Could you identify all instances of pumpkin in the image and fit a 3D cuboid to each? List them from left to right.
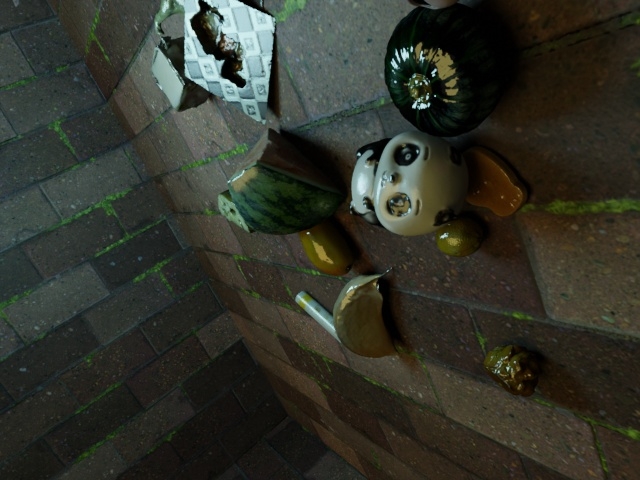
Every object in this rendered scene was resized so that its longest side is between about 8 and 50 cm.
[{"bbox_3d":[0.184,-0.254,0.680,0.202,0.140,0.202,41,158,21],"label":"pumpkin"}]

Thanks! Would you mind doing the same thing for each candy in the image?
[{"bbox_3d":[-0.442,-0.536,1.420,0.185,0.137,0.195,57,152,-3],"label":"candy"}]

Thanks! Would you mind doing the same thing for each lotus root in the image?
[{"bbox_3d":[-0.290,-0.125,1.659,0.234,0.119,0.138,33,147,40],"label":"lotus root"}]

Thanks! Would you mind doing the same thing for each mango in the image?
[{"bbox_3d":[0.000,0.000,1.318,0.253,0.113,0.138,53,153,10],"label":"mango"}]

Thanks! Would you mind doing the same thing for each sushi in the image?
[{"bbox_3d":[-0.231,-0.505,1.180,0.292,0.059,0.294,32,139,12],"label":"sushi"}]

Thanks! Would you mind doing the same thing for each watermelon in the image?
[{"bbox_3d":[-0.138,-0.144,1.213,0.283,0.250,0.293,28,-162,-42],"label":"watermelon"}]

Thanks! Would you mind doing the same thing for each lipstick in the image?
[{"bbox_3d":[0.009,0.291,1.702,0.264,0.059,0.059,37,148,32],"label":"lipstick"}]

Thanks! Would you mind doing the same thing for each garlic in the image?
[{"bbox_3d":[0.138,0.200,1.336,0.196,0.151,0.339,5,122,24],"label":"garlic"}]

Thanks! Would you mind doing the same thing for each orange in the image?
[{"bbox_3d":[0.276,-0.007,0.881,0.095,0.085,0.085,12,131,57],"label":"orange"}]

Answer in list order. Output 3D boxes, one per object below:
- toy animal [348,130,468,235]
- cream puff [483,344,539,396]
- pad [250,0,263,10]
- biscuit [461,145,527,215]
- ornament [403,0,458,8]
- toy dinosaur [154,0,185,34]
[{"bbox_3d":[0.165,-0.105,0.828,0.235,0.165,0.187,-155,70,-70],"label":"toy animal"},{"bbox_3d":[0.419,0.275,0.963,0.116,0.094,0.122,36,171,41],"label":"cream puff"},{"bbox_3d":[-0.181,-0.697,0.943,0.220,0.004,0.330,47,153,17],"label":"pad"},{"bbox_3d":[0.299,-0.102,0.798,0.140,0.023,0.118,52,156,8],"label":"biscuit"},{"bbox_3d":[0.155,-0.385,0.551,0.177,0.177,0.178,40,150,29],"label":"ornament"},{"bbox_3d":[-0.383,-0.664,1.245,0.293,0.077,0.162,15,127,26],"label":"toy dinosaur"}]
